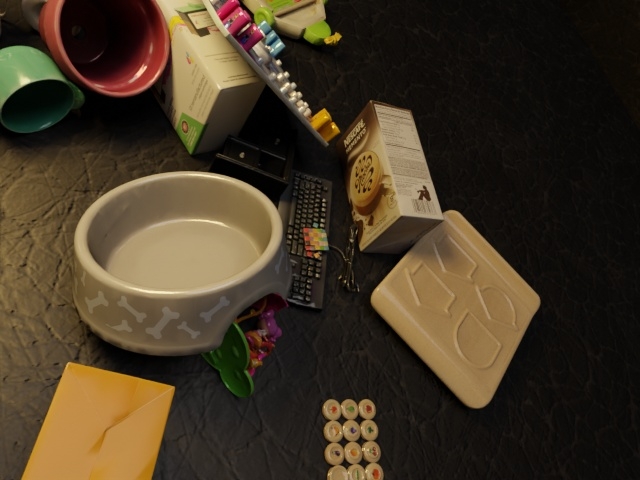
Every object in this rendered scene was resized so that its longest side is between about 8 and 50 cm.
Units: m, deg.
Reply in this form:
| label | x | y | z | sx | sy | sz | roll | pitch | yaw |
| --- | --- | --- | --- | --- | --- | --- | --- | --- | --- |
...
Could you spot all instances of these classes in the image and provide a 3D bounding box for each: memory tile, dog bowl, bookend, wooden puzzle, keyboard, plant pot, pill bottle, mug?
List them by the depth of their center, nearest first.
| label | x | y | z | sx | sy | sz | roll | pitch | yaw |
| --- | --- | --- | --- | --- | --- | --- | --- | --- | --- |
| dog bowl | -0.213 | 0.012 | 0.793 | 0.348 | 0.102 | 0.349 | 4 | 39 | -3 |
| mug | -0.504 | -0.261 | 0.868 | 0.129 | 0.158 | 0.097 | -38 | 84 | -6 |
| memory tile | 0.057 | 0.357 | 0.891 | 0.113 | 0.012 | 0.148 | 9 | 59 | -25 |
| plant pot | -0.405 | -0.371 | 0.902 | 0.180 | 0.202 | 0.201 | 24 | 39 | 38 |
| pill bottle | -0.522 | -0.510 | 1.003 | 0.108 | 0.108 | 0.194 | 8 | 59 | -26 |
| wooden puzzle | -0.009 | -0.001 | 1.029 | 0.049 | 0.006 | 0.083 | 2 | 60 | -22 |
| keyboard | 0.000 | 0.000 | 1.055 | 0.201 | 0.033 | 0.318 | 18 | 56 | -20 |
| bookend | -0.139 | -0.185 | 1.057 | 0.156 | 0.072 | 0.157 | 20 | 54 | -18 |
| wooden puzzle | 0.303 | 0.142 | 1.121 | 0.322 | 0.080 | 0.348 | 46 | 55 | 2 |

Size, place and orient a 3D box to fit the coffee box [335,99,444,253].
| label | x | y | z | sx | sy | sz | roll | pitch | yaw |
| --- | --- | --- | --- | --- | --- | --- | --- | --- | --- |
| coffee box | 0.146 | -0.139 | 1.132 | 0.118 | 0.168 | 0.298 | 4 | 60 | -28 |

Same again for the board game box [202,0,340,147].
| label | x | y | z | sx | sy | sz | roll | pitch | yaw |
| --- | --- | --- | --- | --- | --- | --- | --- | --- | --- |
| board game box | -0.130 | -0.417 | 1.017 | 0.390 | 0.050 | 0.390 | 36 | 23 | -58 |

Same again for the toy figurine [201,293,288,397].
| label | x | y | z | sx | sy | sz | roll | pitch | yaw |
| --- | --- | --- | --- | --- | --- | --- | --- | --- | --- |
| toy figurine | -0.113 | 0.151 | 0.864 | 0.159 | 0.130 | 0.173 | -34 | 104 | -48 |

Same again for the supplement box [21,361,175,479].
| label | x | y | z | sx | sy | sz | roll | pitch | yaw |
| --- | --- | --- | --- | --- | --- | --- | --- | --- | --- |
| supplement box | -0.286 | 0.282 | 0.620 | 0.129 | 0.194 | 0.192 | 20 | 55 | -19 |

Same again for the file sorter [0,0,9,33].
| label | x | y | z | sx | sy | sz | roll | pitch | yaw |
| --- | --- | --- | --- | --- | --- | --- | --- | --- | --- |
| file sorter | -0.638 | -0.365 | 0.810 | 0.192 | 0.173 | 0.278 | 13 | 58 | -24 |

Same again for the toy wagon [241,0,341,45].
| label | x | y | z | sx | sy | sz | roll | pitch | yaw |
| --- | --- | --- | --- | --- | --- | --- | --- | --- | --- |
| toy wagon | -0.090 | -0.634 | 1.351 | 0.344 | 0.068 | 0.267 | 46 | 51 | 1 |

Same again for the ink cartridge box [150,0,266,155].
| label | x | y | z | sx | sy | sz | roll | pitch | yaw |
| --- | --- | --- | --- | --- | --- | --- | --- | --- | --- |
| ink cartridge box | -0.254 | -0.347 | 1.000 | 0.117 | 0.201 | 0.278 | -25 | 77 | -39 |
